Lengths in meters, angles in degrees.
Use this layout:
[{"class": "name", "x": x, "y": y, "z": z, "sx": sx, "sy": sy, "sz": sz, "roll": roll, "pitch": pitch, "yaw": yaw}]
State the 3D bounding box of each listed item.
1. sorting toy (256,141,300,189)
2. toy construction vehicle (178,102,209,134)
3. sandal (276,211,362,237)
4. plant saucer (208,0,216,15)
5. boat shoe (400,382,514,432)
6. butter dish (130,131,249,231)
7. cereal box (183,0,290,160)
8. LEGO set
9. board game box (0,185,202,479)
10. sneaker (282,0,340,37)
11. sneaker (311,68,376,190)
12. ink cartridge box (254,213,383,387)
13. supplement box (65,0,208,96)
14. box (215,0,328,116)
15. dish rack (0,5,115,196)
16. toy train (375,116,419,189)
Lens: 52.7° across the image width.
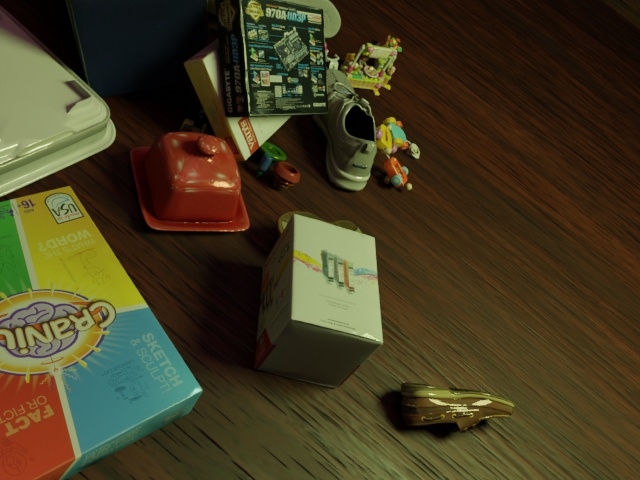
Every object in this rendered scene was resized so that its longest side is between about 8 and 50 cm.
[{"class": "sorting toy", "x": -0.078, "y": -0.119, "z": 1.062, "sx": 0.061, "sy": 0.042, "sz": 0.102, "roll": 6, "pitch": 37, "yaw": -47}, {"class": "toy construction vehicle", "x": -0.175, "y": -0.192, "z": 1.063, "sx": 0.098, "sy": 0.035, "sz": 0.086, "roll": 22, "pitch": 45, "yaw": -14}, {"class": "sandal", "x": 0.000, "y": 0.000, "z": 0.999, "sx": 0.180, "sy": 0.049, "sz": 0.072, "roll": 4, "pitch": 55, "yaw": -47}, {"class": "plant saucer", "x": -0.214, "y": -0.483, "z": 1.261, "sx": 0.198, "sy": 0.036, "sz": 0.198, "roll": 32, "pitch": 24, "yaw": -16}, {"class": "boat shoe", "x": 0.189, "y": 0.236, "z": 0.901, "sx": 0.178, "sy": 0.064, "sz": 0.060, "roll": 11, "pitch": 79, "yaw": -21}, {"class": "butter dish", "x": -0.175, "y": -0.101, "z": 0.925, "sx": 0.160, "sy": 0.118, "sz": 0.160, "roll": 0, "pitch": 54, "yaw": -30}, {"class": "cereal box", "x": -0.105, "y": -0.264, "z": 1.059, "sx": 0.047, "sy": 0.173, "sz": 0.240, "roll": 2, "pitch": 39, "yaw": 33}, {"class": "LEGO set", "x": 0.117, "y": -0.393, "z": 1.362, "sx": 0.287, "sy": 0.107, "sz": 0.132, "roll": -28, "pitch": 71, "yaw": -43}, {"class": "board game box", "x": -0.315, "y": 0.100, "z": 0.704, "sx": 0.242, "sy": 0.064, "sz": 0.316, "roll": -23, "pitch": 67, "yaw": -42}, {"class": "sneaker", "x": -0.061, "y": -0.508, "z": 1.378, "sx": 0.217, "sy": 0.079, "sz": 0.121, "roll": 11, "pitch": 25, "yaw": -44}, {"class": "sneaker", "x": 0.058, "y": -0.224, "z": 1.173, "sx": 0.105, "sy": 0.115, "sz": 0.281, "roll": 6, "pitch": 50, "yaw": -27}, {"class": "ink cartridge box", "x": -0.005, "y": 0.079, "z": 0.863, "sx": 0.127, "sy": 0.128, "sz": 0.176, "roll": 17, "pitch": 45, "yaw": -18}, {"class": "supplement box", "x": -0.318, "y": -0.433, "z": 1.039, "sx": 0.194, "sy": 0.195, "sz": 0.356, "roll": -14, "pitch": 59, "yaw": -17}, {"class": "box", "x": -0.068, "y": -0.285, "z": 1.022, "sx": 0.220, "sy": 0.051, "sz": 0.175, "roll": -19, "pitch": 108, "yaw": -54}, {"class": "dish rack", "x": -0.474, "y": -0.221, "z": 0.885, "sx": 0.333, "sy": 0.072, "sz": 0.285, "roll": 43, "pitch": 43, "yaw": 7}, {"class": "toy train", "x": 0.135, "y": -0.163, "z": 1.223, "sx": 0.125, "sy": 0.046, "sz": 0.166, "roll": 56, "pitch": 31, "yaw": -14}]
